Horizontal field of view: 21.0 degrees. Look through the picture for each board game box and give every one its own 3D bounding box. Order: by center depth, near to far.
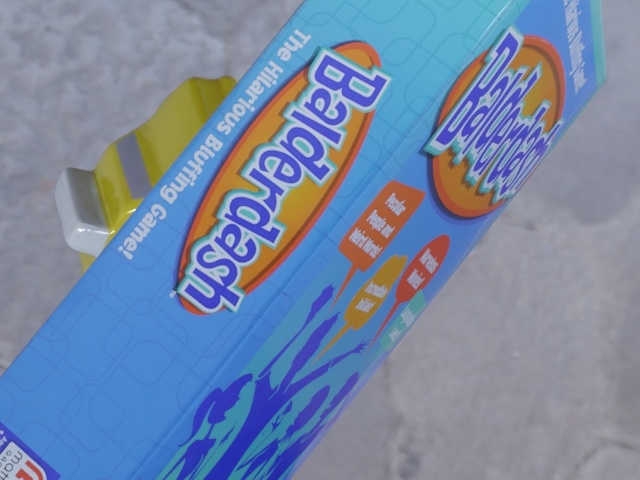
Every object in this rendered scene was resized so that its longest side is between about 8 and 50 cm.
[{"bbox_3d":[0.000,0.000,0.494,0.210,0.047,0.160,-52,165,-1],"label":"board game box"}]

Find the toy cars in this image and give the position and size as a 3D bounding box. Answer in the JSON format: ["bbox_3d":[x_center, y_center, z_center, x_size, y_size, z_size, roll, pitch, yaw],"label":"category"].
[{"bbox_3d":[-0.057,-0.028,0.917,0.087,0.393,0.176,14,73,-28],"label":"toy cars"}]
